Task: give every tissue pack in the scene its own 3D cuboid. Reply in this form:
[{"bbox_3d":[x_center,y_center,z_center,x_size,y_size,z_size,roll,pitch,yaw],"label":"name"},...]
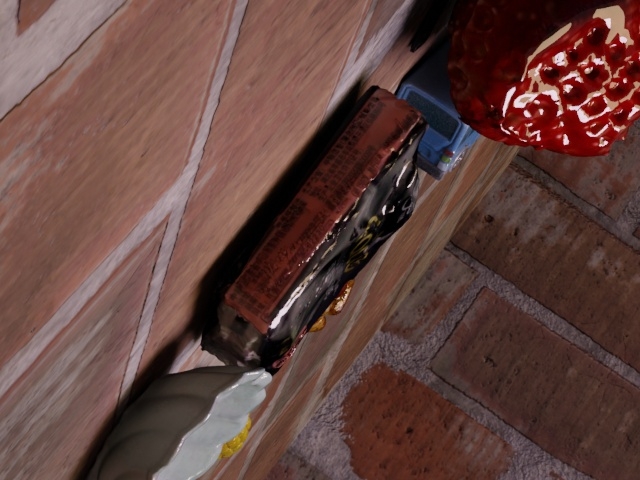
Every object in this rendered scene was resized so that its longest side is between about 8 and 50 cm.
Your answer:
[{"bbox_3d":[0.000,0.000,2.101,0.332,0.123,0.245,-53,174,-19],"label":"tissue pack"}]

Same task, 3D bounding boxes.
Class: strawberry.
[{"bbox_3d":[0.259,-0.240,2.179,0.345,0.295,0.317,-21,157,-47],"label":"strawberry"}]

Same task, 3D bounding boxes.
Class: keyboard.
[{"bbox_3d":[0.149,-0.292,2.182,0.155,0.010,0.053,-60,172,30],"label":"keyboard"}]

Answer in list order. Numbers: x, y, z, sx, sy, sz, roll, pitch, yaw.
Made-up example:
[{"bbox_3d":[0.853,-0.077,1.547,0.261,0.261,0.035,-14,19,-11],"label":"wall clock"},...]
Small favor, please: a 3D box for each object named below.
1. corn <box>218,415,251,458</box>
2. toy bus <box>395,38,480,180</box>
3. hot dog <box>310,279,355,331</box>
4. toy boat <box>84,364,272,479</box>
[{"bbox_3d":[-0.136,0.231,2.363,0.093,0.093,0.244,-54,173,-9],"label":"corn"},{"bbox_3d":[0.186,-0.198,2.410,0.234,0.116,0.133,-46,166,-43],"label":"toy bus"},{"bbox_3d":[0.002,0.058,2.542,0.131,0.069,0.252,-52,171,-15],"label":"hot dog"},{"bbox_3d":[-0.175,0.235,2.070,0.290,0.100,0.199,-55,164,12],"label":"toy boat"}]
